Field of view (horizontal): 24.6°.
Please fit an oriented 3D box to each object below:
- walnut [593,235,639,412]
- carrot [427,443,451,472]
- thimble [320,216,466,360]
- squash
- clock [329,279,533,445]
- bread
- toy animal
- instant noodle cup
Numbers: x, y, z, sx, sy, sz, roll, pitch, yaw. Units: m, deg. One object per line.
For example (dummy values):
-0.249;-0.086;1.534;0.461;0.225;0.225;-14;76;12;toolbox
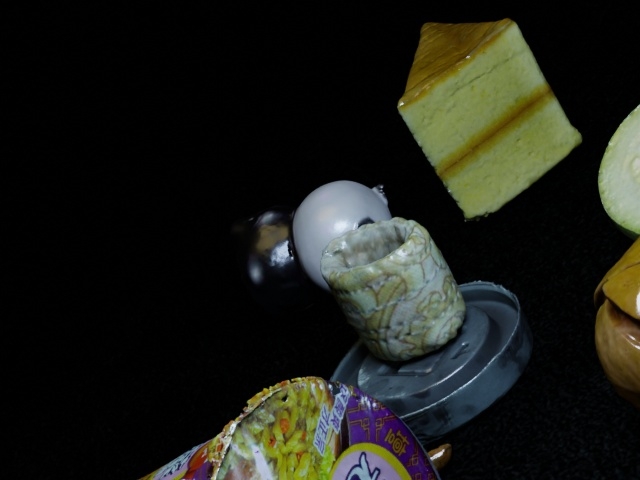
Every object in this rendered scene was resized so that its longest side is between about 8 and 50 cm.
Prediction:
0.407;0.059;1.535;0.209;0.209;0.336;-11;19;42;walnut
0.077;0.297;1.678;0.191;0.047;0.047;-34;22;-14;carrot
0.086;0.062;1.875;0.190;0.143;0.137;-2;37;52;thimble
0.472;-0.103;1.878;0.252;0.049;0.252;-21;48;25;squash
0.141;0.158;1.867;0.280;0.055;0.280;-27;22;12;clock
0.213;-0.205;2.320;0.245;0.233;0.361;-37;18;-8;bread
0.001;0.007;2.226;0.235;0.165;0.187;-21;26;21;toy animal
-0.066;0.325;1.465;0.266;0.340;0.340;-22;22;43;instant noodle cup
